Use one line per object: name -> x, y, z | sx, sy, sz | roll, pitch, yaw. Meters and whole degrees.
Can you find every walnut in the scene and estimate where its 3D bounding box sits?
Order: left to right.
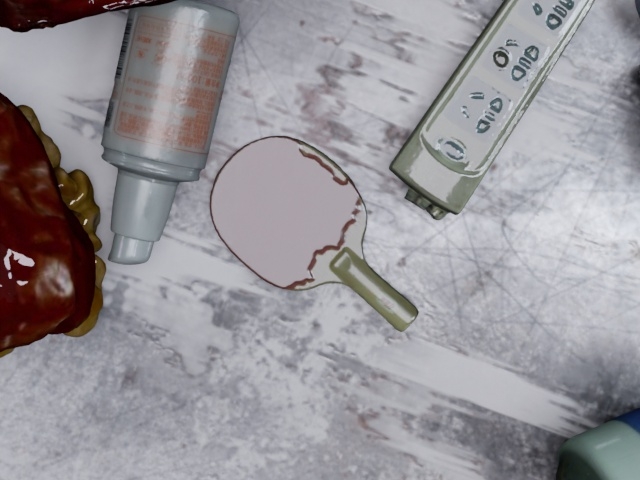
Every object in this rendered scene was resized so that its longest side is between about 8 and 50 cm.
walnut -> -0.308, -0.024, 1.336 | 0.244, 0.222, 0.269 | -19, 87, -30

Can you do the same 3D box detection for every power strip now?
power strip -> 0.168, -0.151, 1.398 | 0.080, 0.048, 0.286 | 34, 93, -4

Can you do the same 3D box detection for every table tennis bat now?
table tennis bat -> 0.000, 0.000, 1.423 | 0.234, 0.022, 0.131 | 41, 93, -2

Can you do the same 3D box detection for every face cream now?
face cream -> -0.149, -0.098, 1.372 | 0.101, 0.101, 0.251 | 13, 95, -1

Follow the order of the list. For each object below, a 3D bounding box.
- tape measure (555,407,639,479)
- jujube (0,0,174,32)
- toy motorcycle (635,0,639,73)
tape measure -> 0.310, 0.278, 1.314 | 0.138, 0.262, 0.259 | -25, 75, 0
jujube -> -0.156, -0.302, 1.280 | 0.342, 0.216, 0.216 | -32, 95, -12
toy motorcycle -> 0.408, -0.117, 1.368 | 0.223, 0.108, 0.340 | -10, 102, 9
